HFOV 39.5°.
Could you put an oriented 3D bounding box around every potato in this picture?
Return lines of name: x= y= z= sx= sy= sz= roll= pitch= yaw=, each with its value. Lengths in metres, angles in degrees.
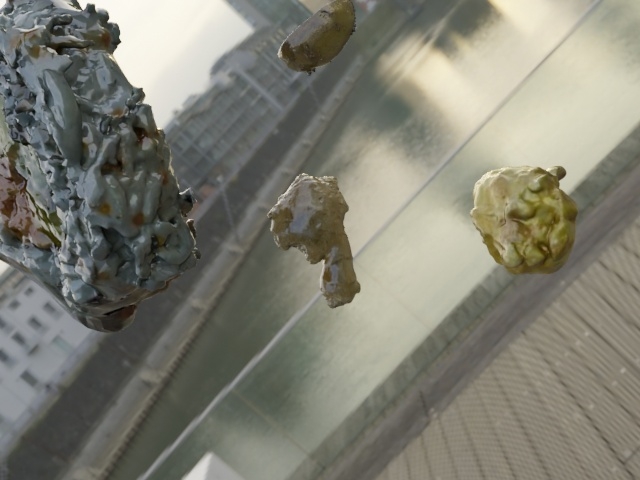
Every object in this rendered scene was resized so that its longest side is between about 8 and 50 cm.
potato: x=-0.005 y=-0.182 z=0.823 sx=0.093 sy=0.037 sz=0.036 roll=-37 pitch=-11 yaw=34

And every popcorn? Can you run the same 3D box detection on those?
popcorn: x=0.362 y=-0.044 z=1.598 sx=0.253 sy=0.190 sz=0.191 roll=-42 pitch=-36 yaw=-74

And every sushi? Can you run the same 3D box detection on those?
sushi: x=-0.296 y=-0.091 z=1.005 sx=0.176 sy=0.417 sz=0.417 roll=-38 pitch=1 yaw=-34

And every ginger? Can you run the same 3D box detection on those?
ginger: x=-0.008 y=0.001 z=1.055 sx=0.096 sy=0.165 sz=0.067 roll=-12 pitch=-5 yaw=-19
